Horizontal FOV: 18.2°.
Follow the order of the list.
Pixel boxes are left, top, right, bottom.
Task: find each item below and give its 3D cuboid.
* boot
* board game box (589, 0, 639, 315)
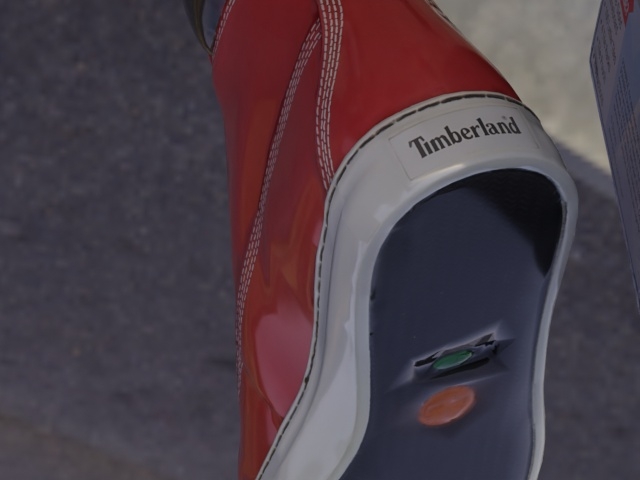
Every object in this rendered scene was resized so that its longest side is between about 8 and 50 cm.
[{"bbox_3d":[0.000,0.000,0.630,0.088,0.176,0.244,-11,139,-20],"label":"boot"},{"bbox_3d":[0.138,-0.073,0.473,0.066,0.318,0.318,3,132,-4],"label":"board game box"}]
